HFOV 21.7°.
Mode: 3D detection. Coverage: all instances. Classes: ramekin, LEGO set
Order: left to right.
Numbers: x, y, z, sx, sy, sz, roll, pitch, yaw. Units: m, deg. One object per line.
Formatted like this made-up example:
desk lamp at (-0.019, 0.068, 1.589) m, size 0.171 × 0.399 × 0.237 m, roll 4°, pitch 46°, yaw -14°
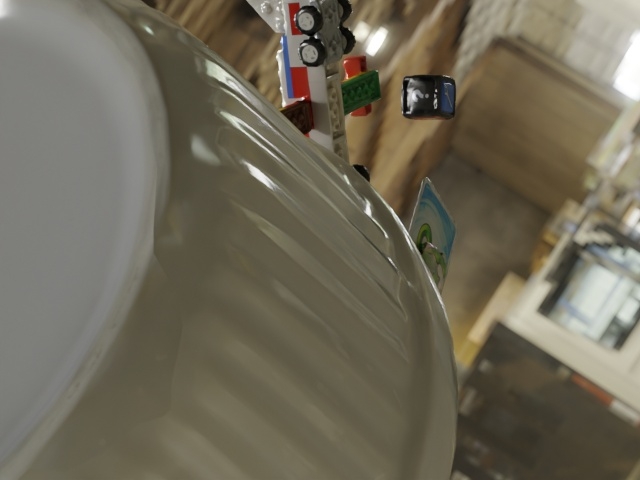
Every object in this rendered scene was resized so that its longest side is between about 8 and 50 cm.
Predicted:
ramekin at (-0.081, 0.034, 0.401) m, size 0.207 × 0.207 × 0.109 m, roll -55°, pitch -40°, yaw -13°
LEGO set at (0.000, 0.000, 0.750) m, size 0.182 × 0.060 × 0.244 m, roll 53°, pitch -133°, yaw -50°
